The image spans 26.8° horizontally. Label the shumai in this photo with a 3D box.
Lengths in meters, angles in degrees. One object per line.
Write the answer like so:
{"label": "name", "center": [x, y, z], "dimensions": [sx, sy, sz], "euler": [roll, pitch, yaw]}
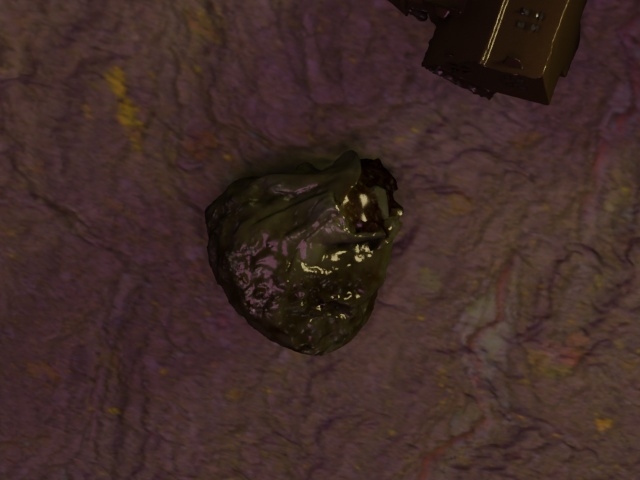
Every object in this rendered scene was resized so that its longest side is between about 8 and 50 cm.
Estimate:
{"label": "shumai", "center": [-0.001, 0.001, 1.667], "dimensions": [0.256, 0.189, 0.218], "euler": [36, 121, -20]}

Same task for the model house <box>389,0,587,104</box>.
{"label": "model house", "center": [0.164, -0.262, 1.517], "dimensions": [0.248, 0.176, 0.181], "euler": [19, 80, 17]}
